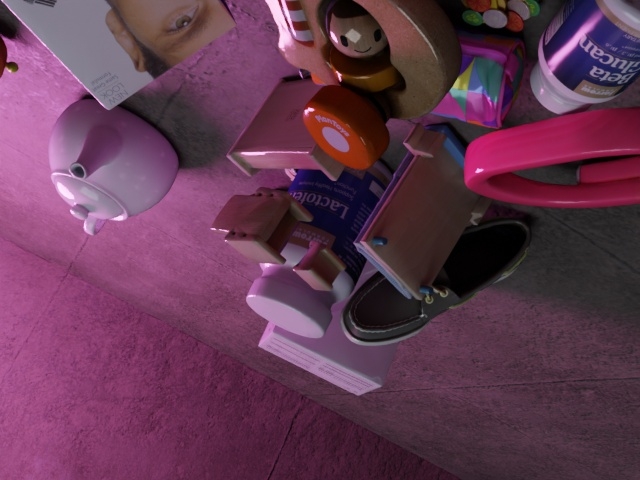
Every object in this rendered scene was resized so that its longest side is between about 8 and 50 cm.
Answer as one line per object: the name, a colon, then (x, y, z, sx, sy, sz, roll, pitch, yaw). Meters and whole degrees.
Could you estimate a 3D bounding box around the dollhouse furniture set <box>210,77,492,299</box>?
dollhouse furniture set: (0.038, -0.033, 1.030, 0.303, 0.286, 0.198, 42, 161, -31)

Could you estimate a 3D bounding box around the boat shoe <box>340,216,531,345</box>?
boat shoe: (0.166, 0.051, 1.109, 0.109, 0.305, 0.091, 60, 164, 16)

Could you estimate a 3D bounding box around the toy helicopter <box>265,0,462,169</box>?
toy helicopter: (-0.028, -0.239, 0.675, 0.355, 0.140, 0.235, 39, 163, 8)

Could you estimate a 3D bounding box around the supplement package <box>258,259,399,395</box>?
supplement package: (0.045, 0.101, 1.349, 0.204, 0.262, 0.145, 27, 158, -4)

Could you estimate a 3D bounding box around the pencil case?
pencil case: (0.097, -0.192, 0.836, 0.236, 0.104, 0.104, 17, 158, 16)

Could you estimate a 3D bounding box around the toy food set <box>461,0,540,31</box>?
toy food set: (0.172, -0.236, 0.754, 0.083, 0.020, 0.083, 13, 156, 27)

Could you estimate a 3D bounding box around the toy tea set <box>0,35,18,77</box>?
toy tea set: (-0.642, -0.341, 1.215, 0.124, 0.200, 0.336, 49, 170, 53)

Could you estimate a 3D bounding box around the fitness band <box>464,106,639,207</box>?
fitness band: (0.291, -0.085, 0.835, 0.209, 0.054, 0.290, 12, 169, -35)

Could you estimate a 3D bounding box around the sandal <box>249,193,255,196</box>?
sandal: (-0.074, -0.055, 1.409, 0.090, 0.060, 0.219, 25, 174, 17)

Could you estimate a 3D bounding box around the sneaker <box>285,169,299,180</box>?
sneaker: (-0.043, -0.119, 1.236, 0.043, 0.040, 0.109, 17, 157, 25)

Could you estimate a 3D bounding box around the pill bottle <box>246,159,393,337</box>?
pill bottle: (0.000, 0.000, 1.157, 0.153, 0.265, 0.153, 21, 158, 9)

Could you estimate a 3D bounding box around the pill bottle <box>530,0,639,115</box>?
pill bottle: (0.253, -0.181, 0.693, 0.094, 0.094, 0.169, 25, 159, 0)

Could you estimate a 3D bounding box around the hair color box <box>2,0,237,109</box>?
hair color box: (-0.251, -0.313, 0.785, 0.339, 0.185, 0.110, 50, -170, -51)

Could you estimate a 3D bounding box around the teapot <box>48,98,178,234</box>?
teapot: (-0.396, -0.119, 1.419, 0.252, 0.187, 0.256, 8, 154, 38)
